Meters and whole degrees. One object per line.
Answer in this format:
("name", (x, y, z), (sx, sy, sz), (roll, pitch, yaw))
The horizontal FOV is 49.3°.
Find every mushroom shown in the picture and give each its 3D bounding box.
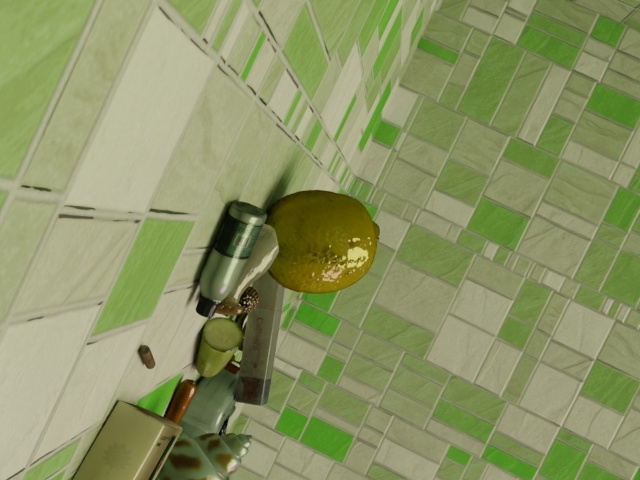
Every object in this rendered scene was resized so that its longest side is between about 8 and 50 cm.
("mushroom", (-0.158, 0.057, 1.402), (0.212, 0.097, 0.088), (-62, -175, -19))

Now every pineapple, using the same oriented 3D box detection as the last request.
("pineapple", (-0.195, 0.143, 1.642), (0.074, 0.074, 0.159), (-65, 168, 6))

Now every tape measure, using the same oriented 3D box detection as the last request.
("tape measure", (-0.293, 0.459, 1.858), (0.246, 0.125, 0.243), (-67, 174, 18))

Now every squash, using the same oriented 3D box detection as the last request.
("squash", (-0.251, 0.267, 1.636), (0.094, 0.094, 0.224), (-60, 180, -40))

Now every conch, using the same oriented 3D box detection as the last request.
("conch", (-0.307, 0.511, 1.405), (0.368, 0.197, 0.249), (-52, -161, -2))

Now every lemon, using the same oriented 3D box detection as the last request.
("lemon", (0.000, 0.000, 1.662), (0.258, 0.311, 0.257), (175, -90, -71))

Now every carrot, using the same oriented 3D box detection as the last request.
("carrot", (-0.345, 0.423, 1.620), (0.247, 0.043, 0.043), (-64, 175, 16))

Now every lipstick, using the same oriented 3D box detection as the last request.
("lipstick", (-0.291, 0.197, 1.176), (0.019, 0.019, 0.094), (-62, 175, -24))
("lipstick", (-0.155, 0.244, 1.850), (0.080, 0.076, 0.371), (30, 68, -78))

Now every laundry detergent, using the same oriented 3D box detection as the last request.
("laundry detergent", (-0.174, 0.040, 1.299), (0.099, 0.070, 0.225), (-66, -179, -79))

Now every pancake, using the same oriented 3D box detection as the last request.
("pancake", (-0.186, 0.193, 2.067), (0.294, 0.050, 0.294), (22, 90, -85))

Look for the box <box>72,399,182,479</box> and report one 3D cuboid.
("box", (-0.336, 0.381, 1.223), (0.168, 0.095, 0.212), (-60, 174, -15))
